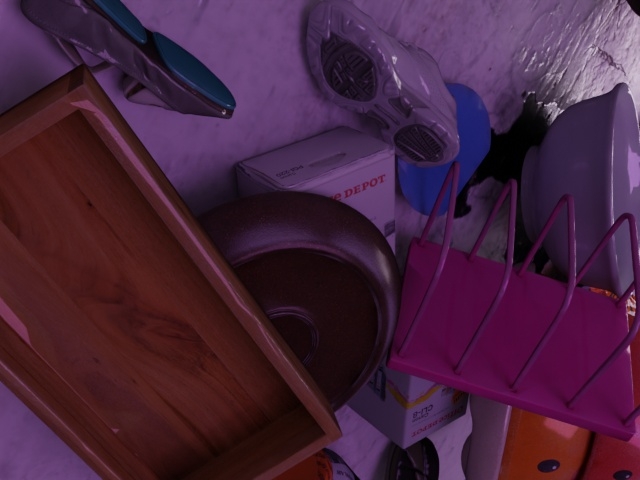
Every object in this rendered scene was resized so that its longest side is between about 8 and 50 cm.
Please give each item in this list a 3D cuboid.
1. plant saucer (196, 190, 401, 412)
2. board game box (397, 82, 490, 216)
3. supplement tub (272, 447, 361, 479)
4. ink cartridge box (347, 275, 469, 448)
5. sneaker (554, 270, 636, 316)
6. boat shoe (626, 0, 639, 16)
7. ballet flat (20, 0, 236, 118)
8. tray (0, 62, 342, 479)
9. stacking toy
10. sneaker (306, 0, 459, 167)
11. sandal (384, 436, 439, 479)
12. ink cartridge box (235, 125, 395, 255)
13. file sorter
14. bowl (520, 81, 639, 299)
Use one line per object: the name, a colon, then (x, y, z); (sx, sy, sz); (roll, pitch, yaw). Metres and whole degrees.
plant saucer: (-0.049, 0.098, 0.823); (0.310, 0.050, 0.311); (-10, 120, -17)
board game box: (0.147, -0.117, 1.004); (0.169, 0.033, 0.133); (-54, 131, -12)
supplement tub: (0.004, 0.354, 1.069); (0.117, 0.117, 0.190); (-45, 135, -14)
ink cartridge box: (0.119, 0.156, 1.056); (0.128, 0.127, 0.176); (-18, 124, -35)
sneaker: (0.511, 0.092, 1.372); (0.321, 0.124, 0.180); (-3, 115, -41)
boat shoe: (0.396, -0.434, 1.015); (0.307, 0.110, 0.104); (56, 43, -36)
ballet flat: (-0.164, -0.159, 0.691); (0.068, 0.072, 0.213); (-36, 138, 17)
tray: (-0.167, 0.076, 0.696); (0.202, 0.076, 0.411); (-31, 121, 2)
stacking toy: (0.454, 0.236, 1.095); (0.350, 0.479, 0.351); (10, 90, -75)
sneaker: (0.072, -0.186, 0.874); (0.232, 0.090, 0.115); (43, 45, -32)
sandal: (0.114, 0.447, 1.250); (0.120, 0.086, 0.303); (13, 88, -39)
ink cartridge box: (0.000, 0.000, 0.892); (0.158, 0.092, 0.218); (-24, 128, -30)
file sorter: (0.251, 0.058, 0.906); (0.182, 0.290, 0.202); (107, 0, -46)
bowl: (0.365, -0.065, 1.114); (0.298, 0.134, 0.298); (2, 88, -62)
